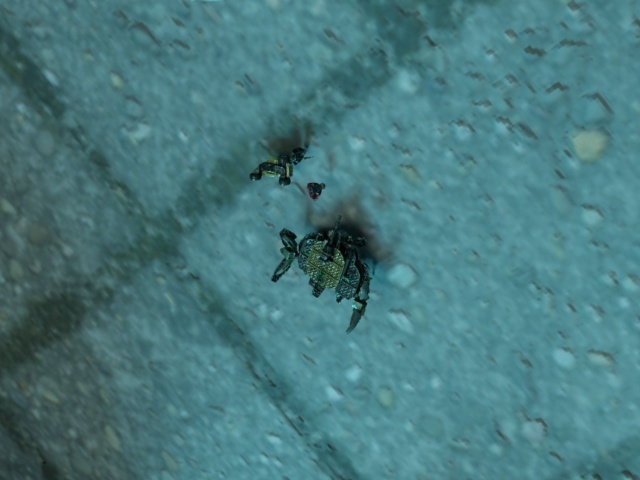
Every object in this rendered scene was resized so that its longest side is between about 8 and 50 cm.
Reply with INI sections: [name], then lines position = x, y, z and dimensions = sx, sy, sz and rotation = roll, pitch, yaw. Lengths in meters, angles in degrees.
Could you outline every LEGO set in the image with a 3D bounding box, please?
[LEGO set]
position = 0.001, -0.002, 0.852
dimensions = 0.054, 0.023, 0.083
rotation = 0, 106, 37
